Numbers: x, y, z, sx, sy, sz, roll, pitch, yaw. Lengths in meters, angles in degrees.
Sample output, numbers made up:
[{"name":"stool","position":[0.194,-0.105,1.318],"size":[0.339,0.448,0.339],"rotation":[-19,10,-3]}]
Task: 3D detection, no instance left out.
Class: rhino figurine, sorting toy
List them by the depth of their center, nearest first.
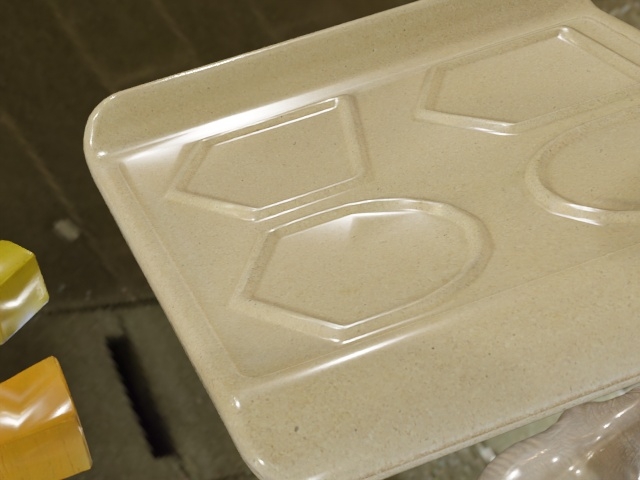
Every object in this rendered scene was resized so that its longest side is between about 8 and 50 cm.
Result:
[{"name":"sorting toy","position":[0.000,0.000,0.478],"size":[0.307,0.041,0.229],"rotation":[-19,33,-12]},{"name":"rhino figurine","position":[0.165,0.138,0.899],"size":[0.073,0.243,0.106],"rotation":[53,1,22]}]
